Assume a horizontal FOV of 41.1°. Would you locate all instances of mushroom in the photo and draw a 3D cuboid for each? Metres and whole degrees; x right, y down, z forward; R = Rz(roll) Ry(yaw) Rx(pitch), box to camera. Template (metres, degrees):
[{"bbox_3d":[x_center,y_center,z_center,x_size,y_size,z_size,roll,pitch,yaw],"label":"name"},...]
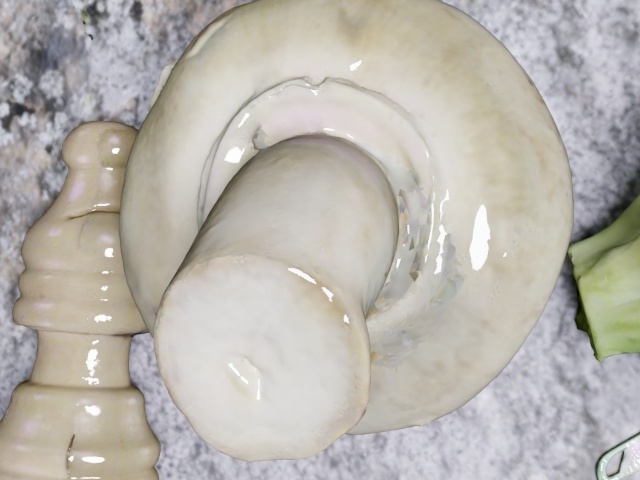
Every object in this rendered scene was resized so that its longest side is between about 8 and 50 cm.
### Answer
[{"bbox_3d":[0.017,0.006,0.574,0.315,0.315,0.356,-20,51,14],"label":"mushroom"}]

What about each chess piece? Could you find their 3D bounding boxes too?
[{"bbox_3d":[-0.195,0.055,0.701,0.139,0.124,0.307,1,87,47],"label":"chess piece"}]

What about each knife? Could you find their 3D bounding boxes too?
[{"bbox_3d":[0.291,0.123,0.621,0.207,0.014,0.030,-34,82,14],"label":"knife"}]

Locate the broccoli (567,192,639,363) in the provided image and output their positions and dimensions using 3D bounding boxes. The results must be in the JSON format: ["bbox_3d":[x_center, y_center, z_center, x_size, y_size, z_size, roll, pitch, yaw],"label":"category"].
[{"bbox_3d":[0.257,0.003,0.539,0.246,0.288,0.248,-22,123,28],"label":"broccoli"}]
